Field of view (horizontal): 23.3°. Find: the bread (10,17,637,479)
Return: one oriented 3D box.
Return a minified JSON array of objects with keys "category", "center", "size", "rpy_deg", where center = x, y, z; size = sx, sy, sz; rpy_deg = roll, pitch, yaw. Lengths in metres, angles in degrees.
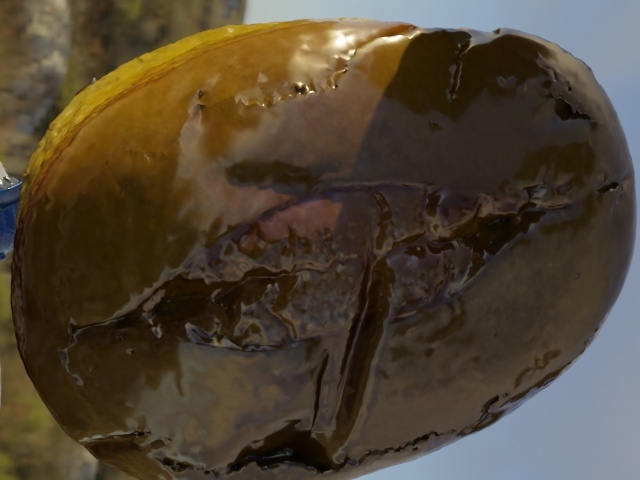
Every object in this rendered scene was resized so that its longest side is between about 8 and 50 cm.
[{"category":"bread","center":[0.000,0.000,0.661],"size":[0.142,0.269,0.195],"rpy_deg":[-145,-134,-65]}]

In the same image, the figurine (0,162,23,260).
[{"category":"figurine","center":[-0.282,-0.054,1.196],"size":[0.087,0.149,0.086],"rpy_deg":[-45,175,6]}]
